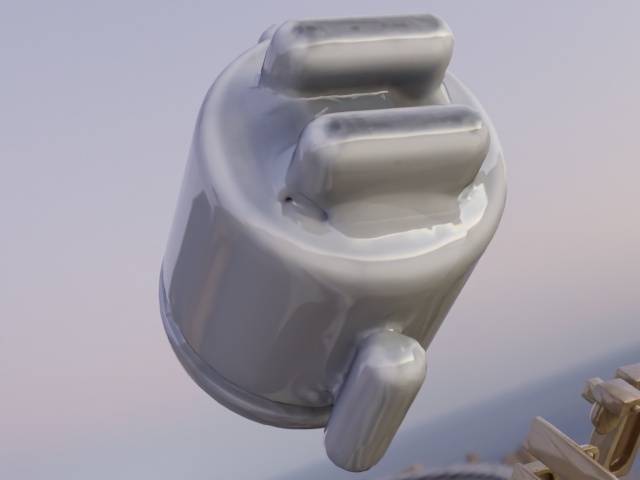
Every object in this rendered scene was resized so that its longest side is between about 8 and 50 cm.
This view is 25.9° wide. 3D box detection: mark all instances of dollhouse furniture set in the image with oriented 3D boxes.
[{"bbox_3d":[0.271,0.208,1.240,0.151,0.123,0.144,-5,-59,-41],"label":"dollhouse furniture set"}]

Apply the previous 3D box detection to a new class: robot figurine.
[{"bbox_3d":[0.000,0.000,0.936,0.199,0.300,0.353,-3,-31,-17],"label":"robot figurine"}]
